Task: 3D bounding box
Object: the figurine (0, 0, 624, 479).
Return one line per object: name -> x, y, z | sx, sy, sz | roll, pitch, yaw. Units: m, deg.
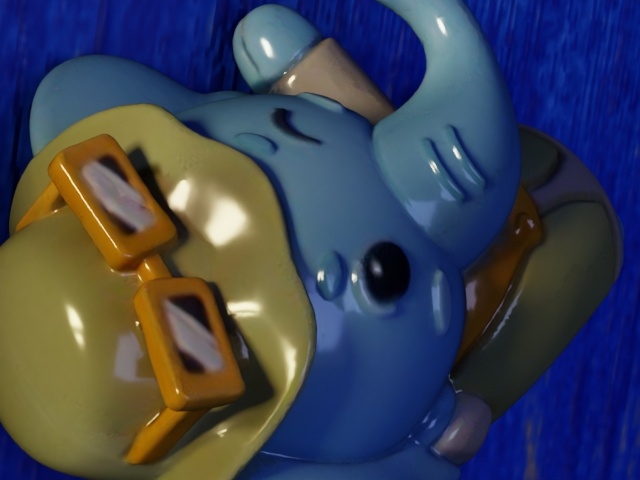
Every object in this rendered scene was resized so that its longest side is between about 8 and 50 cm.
figurine -> -0.001, 0.003, 0.637 | 0.262, 0.154, 0.180 | -33, 108, -46
